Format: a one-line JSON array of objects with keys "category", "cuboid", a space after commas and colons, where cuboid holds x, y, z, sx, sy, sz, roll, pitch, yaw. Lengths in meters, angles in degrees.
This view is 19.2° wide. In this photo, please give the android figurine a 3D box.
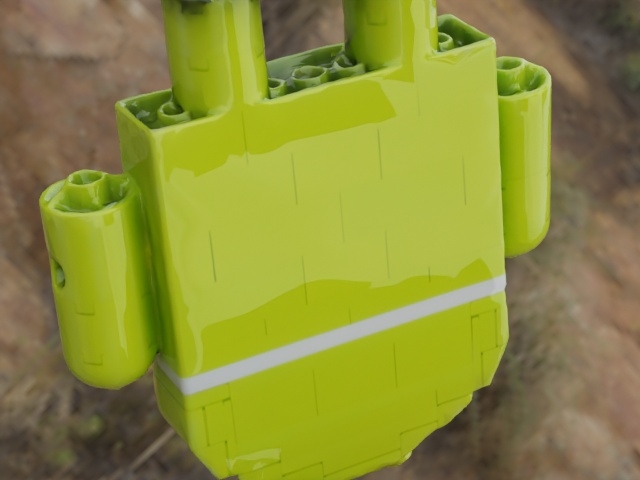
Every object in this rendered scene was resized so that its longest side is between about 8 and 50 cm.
[{"category": "android figurine", "cuboid": [0.000, 0.000, 0.852, 0.248, 0.273, 0.056, -19, 32, -21]}]
